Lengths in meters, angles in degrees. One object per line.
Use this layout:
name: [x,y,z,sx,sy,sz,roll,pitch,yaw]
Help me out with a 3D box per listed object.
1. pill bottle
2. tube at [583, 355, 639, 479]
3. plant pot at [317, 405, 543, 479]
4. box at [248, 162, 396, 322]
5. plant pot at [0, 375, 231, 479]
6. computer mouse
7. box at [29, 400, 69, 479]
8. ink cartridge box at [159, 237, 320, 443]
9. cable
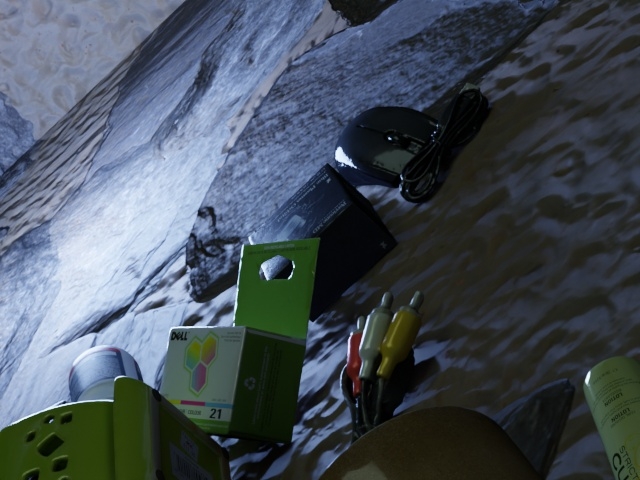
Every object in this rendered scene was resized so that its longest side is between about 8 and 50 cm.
pill bottle: [-0.298,0.232,2.023,0.108,0.108,0.180,-45,24,5]
tube: [0.282,0.192,1.203,0.240,0.062,0.070,-101,17,-55]
plant pot: [0.132,0.297,1.124,0.237,0.237,0.254,-47,40,-1]
box: [0.000,0.000,1.910,0.156,0.093,0.158,-44,25,7]
plant pot: [-0.225,0.307,1.633,0.207,0.228,0.227,-31,37,16]
computer mouse: [0.099,-0.143,1.989,0.188,0.072,0.272,-56,26,-16]
box: [-0.368,0.347,1.824,0.168,0.167,0.203,-27,20,16]
ink cartridge box: [-0.105,0.117,1.778,0.189,0.097,0.255,-6,73,55]
cable: [0.043,0.187,1.579,0.139,0.072,0.287,-30,29,44]
